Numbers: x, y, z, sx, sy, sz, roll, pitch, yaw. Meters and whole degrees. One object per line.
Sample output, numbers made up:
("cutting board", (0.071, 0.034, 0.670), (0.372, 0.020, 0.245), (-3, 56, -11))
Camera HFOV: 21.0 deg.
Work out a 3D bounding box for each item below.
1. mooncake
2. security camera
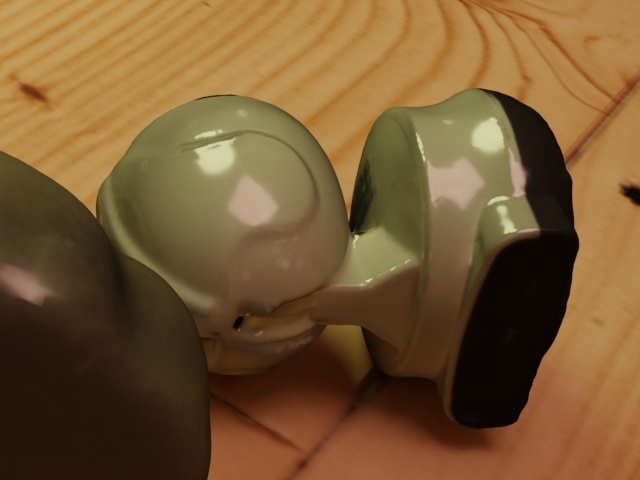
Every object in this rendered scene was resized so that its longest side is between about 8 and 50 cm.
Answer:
("mooncake", (-0.189, 0.075, 0.811), (0.275, 0.275, 0.135), (13, 39, -12))
("security camera", (0.000, 0.000, 1.084), (0.277, 0.197, 0.191), (0, 40, -15))
